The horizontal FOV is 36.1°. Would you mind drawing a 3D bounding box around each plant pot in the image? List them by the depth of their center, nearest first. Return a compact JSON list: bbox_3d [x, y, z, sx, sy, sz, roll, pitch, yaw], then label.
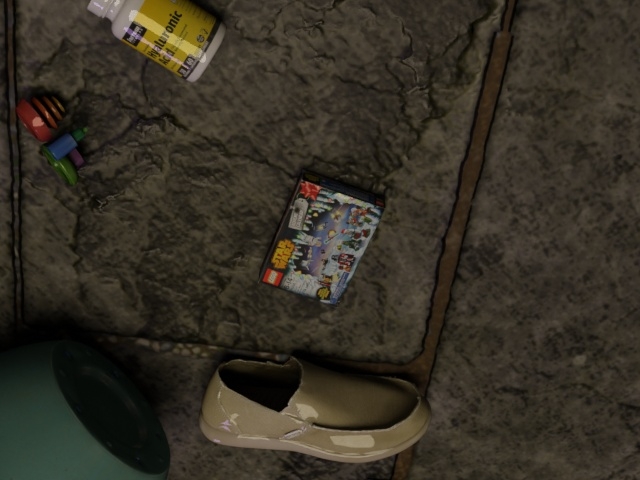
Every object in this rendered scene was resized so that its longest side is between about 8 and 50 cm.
[{"bbox_3d":[-0.306,0.249,1.056,0.235,0.293,0.293,-39,115,7],"label":"plant pot"}]

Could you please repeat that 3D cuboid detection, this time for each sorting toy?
[{"bbox_3d":[-0.256,-0.103,0.969,0.042,0.061,0.102,-39,128,-16],"label":"sorting toy"}]

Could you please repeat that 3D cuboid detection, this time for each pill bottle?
[{"bbox_3d":[-0.150,-0.200,0.894,0.116,0.065,0.065,30,117,-16],"label":"pill bottle"}]

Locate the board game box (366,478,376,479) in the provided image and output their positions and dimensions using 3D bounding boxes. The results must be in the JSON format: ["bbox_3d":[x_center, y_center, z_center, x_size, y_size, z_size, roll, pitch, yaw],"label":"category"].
[{"bbox_3d":[0.051,0.481,1.238,0.053,0.193,0.305,10,121,7],"label":"board game box"}]

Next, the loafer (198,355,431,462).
[{"bbox_3d":[-0.008,0.185,1.111,0.269,0.102,0.092,-1,128,1],"label":"loafer"}]

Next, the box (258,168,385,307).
[{"bbox_3d":[0.000,0.000,1.040,0.094,0.027,0.137,18,120,-10],"label":"box"}]
